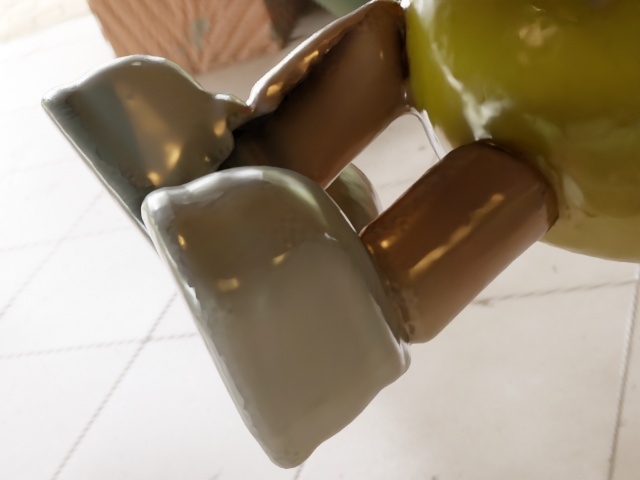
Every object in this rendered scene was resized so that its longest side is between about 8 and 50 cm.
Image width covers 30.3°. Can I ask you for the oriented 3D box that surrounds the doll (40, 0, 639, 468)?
[{"bbox_3d":[0.097,-0.080,0.462,0.348,0.161,0.423,25,59,29],"label":"doll"}]

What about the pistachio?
[{"bbox_3d":[0.000,0.000,0.950,0.125,0.124,0.184,-20,46,4],"label":"pistachio"}]
